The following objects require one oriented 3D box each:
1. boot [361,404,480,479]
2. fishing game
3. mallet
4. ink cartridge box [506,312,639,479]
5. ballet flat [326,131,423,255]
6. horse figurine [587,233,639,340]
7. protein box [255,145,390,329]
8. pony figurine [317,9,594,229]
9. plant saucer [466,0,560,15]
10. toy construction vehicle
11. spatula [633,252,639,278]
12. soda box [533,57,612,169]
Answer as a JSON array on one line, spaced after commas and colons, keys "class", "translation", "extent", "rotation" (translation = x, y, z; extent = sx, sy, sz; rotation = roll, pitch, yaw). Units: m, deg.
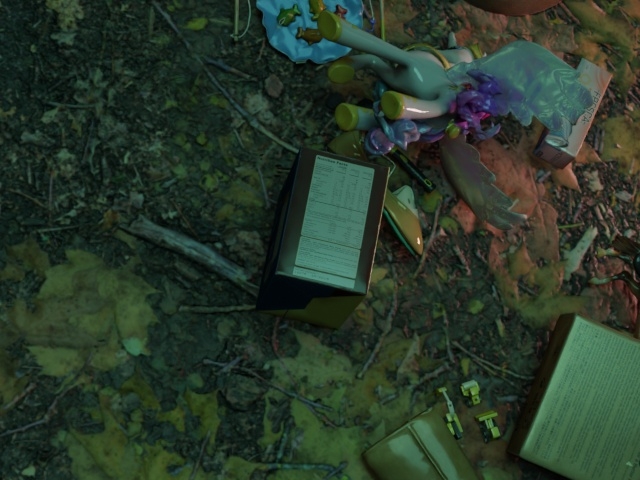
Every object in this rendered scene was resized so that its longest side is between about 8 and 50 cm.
[{"class": "boot", "translation": [0.230, 0.358, 1.664], "extent": [0.236, 0.089, 0.269], "rotation": [-32, 79, -12]}, {"class": "fishing game", "translation": [-0.015, -0.383, 1.887], "extent": [0.264, 0.041, 0.189], "rotation": [3, 82, -12]}, {"class": "mallet", "translation": [0.121, -0.155, 1.858], "extent": [0.189, 0.039, 0.062], "rotation": [38, 66, -2]}, {"class": "ink cartridge box", "translation": [0.417, 0.252, 1.722], "extent": [0.193, 0.088, 0.235], "rotation": [24, 82, -3]}, {"class": "ballet flat", "translation": [0.103, -0.082, 1.796], "extent": [0.073, 0.080, 0.232], "rotation": [-39, 83, 0]}, {"class": "horse figurine", "translation": [0.512, 0.112, 1.827], "extent": [0.174, 0.066, 0.263], "rotation": [12, 71, -3]}, {"class": "protein box", "translation": [0.000, 0.000, 1.687], "extent": [0.136, 0.200, 0.201], "rotation": [14, 69, -7]}, {"class": "pony figurine", "translation": [0.197, -0.215, 1.756], "extent": [0.363, 0.303, 0.351], "rotation": [-5, 49, -41]}, {"class": "plant saucer", "translation": [0.336, -0.550, 1.994], "extent": [0.310, 0.050, 0.311], "rotation": [1, 84, -7]}, {"class": "toy construction vehicle", "translation": [0.226, 0.263, 1.732], "extent": [0.085, 0.035, 0.098], "rotation": [-12, 74, -15]}, {"class": "spatula", "translation": [0.568, 0.128, 1.787], "extent": [0.296, 0.030, 0.084], "rotation": [48, 67, -20]}, {"class": "soda box", "translation": [0.426, -0.215, 1.924], "extent": [0.063, 0.058, 0.183], "rotation": [28, 68, -1]}]
